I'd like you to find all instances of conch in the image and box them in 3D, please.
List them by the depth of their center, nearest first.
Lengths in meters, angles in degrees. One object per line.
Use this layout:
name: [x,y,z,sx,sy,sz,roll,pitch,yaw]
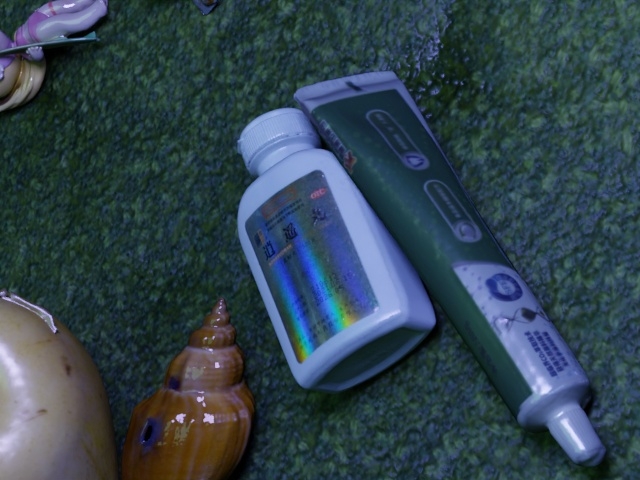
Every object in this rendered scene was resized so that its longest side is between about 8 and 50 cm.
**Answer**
conch: [-0.129,0.204,1.630,0.109,0.093,0.330,23,97,33]

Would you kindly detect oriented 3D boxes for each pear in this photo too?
pear: [-0.313,0.190,1.642,0.309,0.309,0.309,-9,76,38]

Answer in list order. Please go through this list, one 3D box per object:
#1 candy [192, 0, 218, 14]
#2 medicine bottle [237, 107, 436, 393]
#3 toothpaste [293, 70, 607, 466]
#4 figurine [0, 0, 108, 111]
candy: [-0.156,-0.255,1.770,0.182,0.053,0.046,38,106,35]
medicine bottle: [0.000,0.000,1.573,0.121,0.083,0.229,-36,60,26]
toothpaste: [0.106,0.015,1.489,0.392,0.099,0.061,58,147,29]
figurine: [-0.273,-0.183,1.849,0.187,0.083,0.083,-30,63,17]
